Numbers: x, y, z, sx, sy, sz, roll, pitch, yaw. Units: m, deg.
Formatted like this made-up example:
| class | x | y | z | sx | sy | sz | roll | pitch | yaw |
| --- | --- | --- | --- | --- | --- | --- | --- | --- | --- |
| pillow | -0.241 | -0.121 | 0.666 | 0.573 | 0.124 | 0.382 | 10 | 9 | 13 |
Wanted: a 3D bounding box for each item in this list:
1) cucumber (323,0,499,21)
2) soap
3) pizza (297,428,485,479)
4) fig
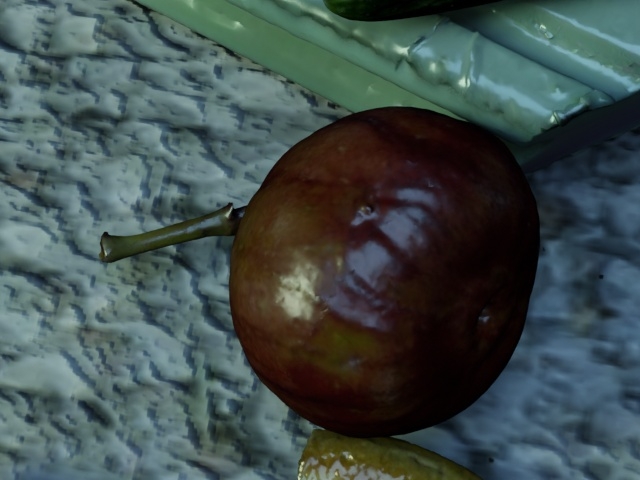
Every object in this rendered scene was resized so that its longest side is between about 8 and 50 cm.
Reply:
| class | x | y | z | sx | sy | sz | roll | pitch | yaw |
| --- | --- | --- | --- | --- | --- | --- | --- | --- | --- |
| cucumber | 0.114 | -0.178 | 0.738 | 0.241 | 0.074 | 0.074 | -14 | 71 | 1 |
| soap | 0.084 | -0.208 | 0.867 | 0.446 | 0.156 | 0.261 | 28 | 76 | 13 |
| pizza | 0.038 | 0.221 | 0.777 | 0.154 | 0.069 | 0.193 | 20 | 81 | 11 |
| fig | 0.014 | 0.007 | 0.810 | 0.249 | 0.186 | 0.203 | 25 | 91 | 47 |
